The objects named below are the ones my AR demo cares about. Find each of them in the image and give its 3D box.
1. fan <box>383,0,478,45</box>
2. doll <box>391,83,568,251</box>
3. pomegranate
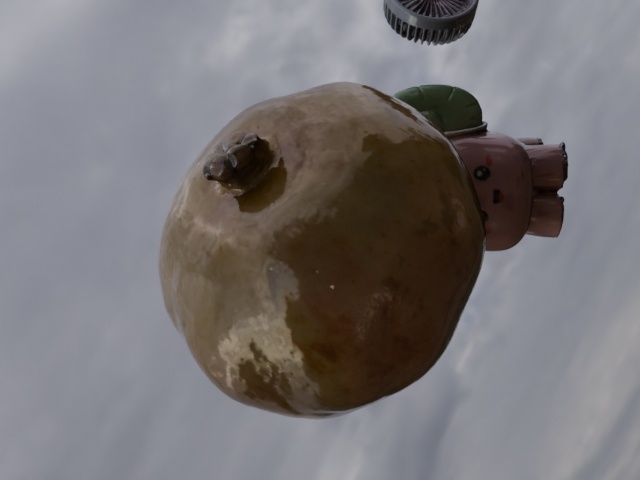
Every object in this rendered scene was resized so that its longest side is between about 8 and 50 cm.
[{"bbox_3d":[0.191,-0.358,2.229,0.244,0.130,0.074,-37,-28,-32],"label":"fan"},{"bbox_3d":[0.190,-0.068,2.162,0.216,0.269,0.284,-145,57,-77],"label":"doll"},{"bbox_3d":[0.000,0.000,1.878,0.411,0.412,0.411,-52,-22,-31],"label":"pomegranate"}]
